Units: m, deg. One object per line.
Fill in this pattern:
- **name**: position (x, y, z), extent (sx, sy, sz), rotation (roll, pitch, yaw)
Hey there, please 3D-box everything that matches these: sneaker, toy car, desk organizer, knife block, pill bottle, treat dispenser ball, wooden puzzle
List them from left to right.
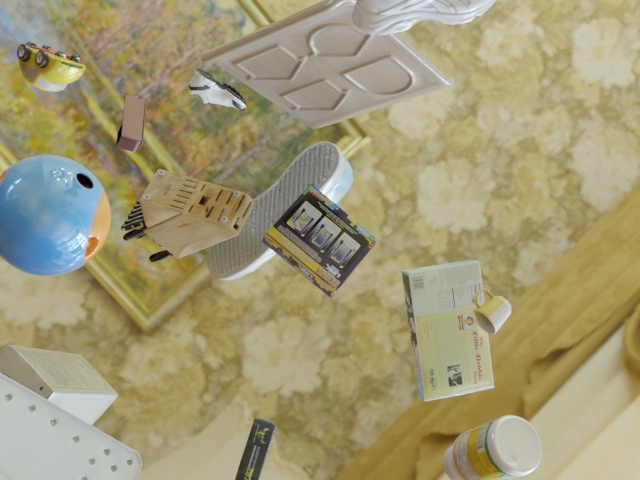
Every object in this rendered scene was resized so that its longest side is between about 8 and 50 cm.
- **toy car**: position (-0.445, -0.258, 1.202), extent (0.225, 0.053, 0.239), rotation (12, 10, -20)
- **treat dispenser ball**: position (-0.644, -0.058, 2.048), extent (0.288, 0.288, 0.288), rotation (44, -13, 13)
- **desk organizer**: position (-0.434, -0.268, 1.985), extent (0.050, 0.130, 0.047), rotation (14, -38, -24)
- **knife block**: position (-0.266, -0.022, 1.729), extent (0.276, 0.088, 0.242), rotation (16, -33, 12)
- **sneaker**: position (-0.171, -0.240, 1.426), extent (0.109, 0.043, 0.040), rotation (28, 20, -30)
- **sneaker**: position (-0.068, -0.035, 1.795), extent (0.135, 0.366, 0.150), rotation (53, 7, 34)
- **wooden puzzle**: position (0.017, -0.322, 1.534), extent (0.322, 0.080, 0.348), rotation (-12, -22, 38)
- **sneaker**: position (0.159, -0.372, 1.242), extent (0.115, 0.232, 0.090), rotation (85, -16, -47)
- **pill bottle**: position (0.334, 0.428, 1.724), extent (0.117, 0.117, 0.208), rotation (47, -35, 1)

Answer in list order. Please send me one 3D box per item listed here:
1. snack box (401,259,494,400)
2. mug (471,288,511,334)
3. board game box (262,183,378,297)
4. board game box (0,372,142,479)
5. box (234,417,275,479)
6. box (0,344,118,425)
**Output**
- **snack box**: position (0.314, 0.219, 2.126), extent (0.060, 0.187, 0.321), rotation (-163, -114, -78)
- **mug**: position (0.344, 0.139, 1.724), extent (0.062, 0.064, 0.078), rotation (29, -28, 50)
- **board game box**: position (0.000, 0.000, 1.620), extent (0.170, 0.141, 0.048), rotation (40, -23, 3)
- **board game box**: position (-0.460, 0.374, 1.143), extent (0.390, 0.390, 0.050), rotation (38, -47, -25)
- **box**: position (-0.169, 0.552, 2.119), extent (0.059, 0.232, 0.183), rotation (18, -13, 0)
- **box**: position (-0.566, 0.316, 1.810), extent (0.148, 0.121, 0.311), rotation (41, -2, 17)
